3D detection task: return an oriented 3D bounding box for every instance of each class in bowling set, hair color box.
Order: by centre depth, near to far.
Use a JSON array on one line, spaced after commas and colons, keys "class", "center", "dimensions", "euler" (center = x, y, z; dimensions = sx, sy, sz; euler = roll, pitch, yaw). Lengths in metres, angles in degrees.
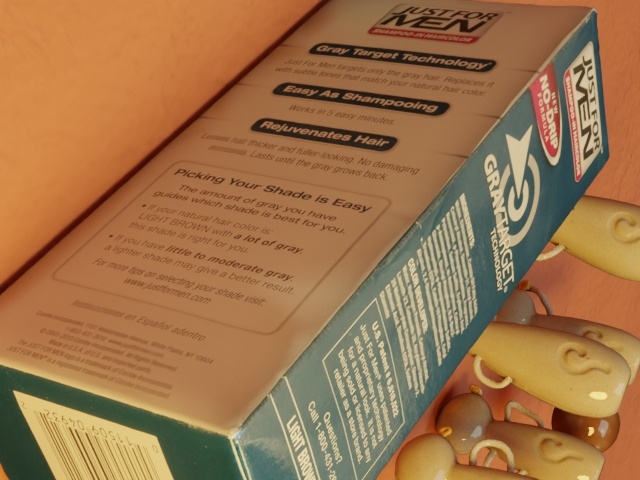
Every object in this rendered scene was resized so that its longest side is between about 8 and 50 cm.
[{"class": "hair color box", "center": [0.000, 0.000, 0.684], "dimensions": [0.347, 0.174, 0.105], "euler": [-48, 136, -37]}, {"class": "bowling set", "center": [0.148, 0.110, 0.998], "dimensions": [0.200, 0.154, 0.287], "euler": [80, 34, -59]}]
